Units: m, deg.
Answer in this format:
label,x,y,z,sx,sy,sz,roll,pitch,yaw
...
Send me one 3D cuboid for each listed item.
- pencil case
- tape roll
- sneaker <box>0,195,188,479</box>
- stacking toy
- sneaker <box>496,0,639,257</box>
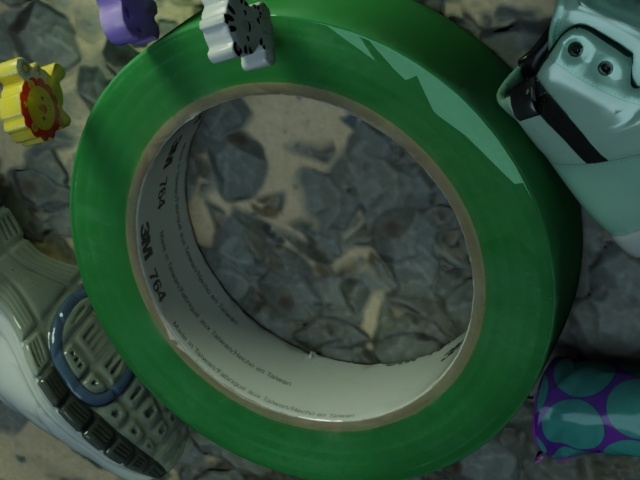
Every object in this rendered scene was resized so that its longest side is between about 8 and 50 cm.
label,x,y,z,sx,sy,sz,roll,pitch,yaw
pencil case,0.209,0.114,0.939,0.152,0.064,0.070,8,105,20
tape roll,0.000,0.000,0.965,0.321,0.077,0.321,10,118,19
sneaker,-0.216,0.063,1.093,0.297,0.111,0.129,44,140,2
stacking toy,-0.121,-0.179,0.888,0.167,0.052,0.221,-13,80,28
sneaker,0.207,-0.104,0.798,0.151,0.094,0.256,41,127,-14
